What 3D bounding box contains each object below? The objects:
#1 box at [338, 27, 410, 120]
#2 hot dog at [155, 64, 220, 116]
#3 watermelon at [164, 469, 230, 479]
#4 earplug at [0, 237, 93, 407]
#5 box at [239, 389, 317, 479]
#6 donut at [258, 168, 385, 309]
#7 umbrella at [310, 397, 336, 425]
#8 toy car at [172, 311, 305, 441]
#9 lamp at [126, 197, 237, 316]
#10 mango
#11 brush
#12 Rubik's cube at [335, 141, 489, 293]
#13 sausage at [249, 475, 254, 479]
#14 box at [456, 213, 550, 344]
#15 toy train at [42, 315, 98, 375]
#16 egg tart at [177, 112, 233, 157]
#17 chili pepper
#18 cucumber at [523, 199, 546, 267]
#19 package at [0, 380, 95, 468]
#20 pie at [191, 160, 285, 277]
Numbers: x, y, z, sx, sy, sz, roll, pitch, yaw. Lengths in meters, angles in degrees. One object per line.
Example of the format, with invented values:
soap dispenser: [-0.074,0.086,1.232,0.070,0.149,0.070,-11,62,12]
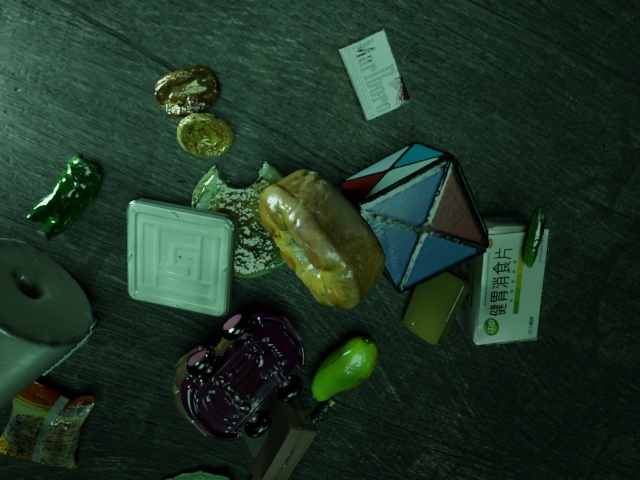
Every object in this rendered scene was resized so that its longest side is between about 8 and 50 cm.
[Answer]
box: [0.128,-0.386,1.160,0.115,0.036,0.177,-23,109,1]
hot dog: [-0.299,-0.336,1.113,0.147,0.065,0.099,-17,119,-3]
watermelon: [-0.372,0.845,1.433,0.265,0.301,0.151,-11,143,5]
earplug: [-0.778,0.228,1.116,0.394,0.312,0.312,-40,108,8]
box: [-0.120,0.511,1.340,0.086,0.215,0.215,20,106,-32]
donut: [0.000,0.000,1.079,0.150,0.299,0.317,-35,111,-14]
umbrella: [-0.008,0.516,1.447,0.037,0.040,0.144,39,99,-8]
toy car: [-0.221,0.332,1.280,0.341,0.240,0.271,-42,111,-22]
lamp: [-0.340,0.045,1.207,0.267,0.047,0.268,10,111,6]
mango: [0.067,0.356,1.364,0.125,0.111,0.232,38,102,-12]
brush: [0.308,0.169,1.322,0.059,0.123,0.197,4,112,-45]
Rubik's cube: [0.210,-0.062,1.169,0.249,0.250,0.246,-28,110,1]
sausage: [-0.173,0.695,1.479,0.053,0.053,0.347,19,106,-12]
box: [0.474,0.096,1.305,0.174,0.145,0.332,-5,110,-7]
toy train: [-0.651,0.271,1.286,0.208,0.043,0.047,-40,110,7]
egg tart: [-0.268,-0.248,1.147,0.129,0.049,0.128,-4,138,-4]
chili pepper: [-0.597,-0.095,1.162,0.098,0.061,0.224,36,99,-23]
cucumber: [0.510,-0.012,1.178,0.039,0.039,0.167,4,106,-8]
package: [-0.743,0.503,1.322,0.224,0.108,0.287,20,108,-11]
pie: [-0.177,-0.046,1.223,0.303,0.067,0.302,-2,109,-5]
